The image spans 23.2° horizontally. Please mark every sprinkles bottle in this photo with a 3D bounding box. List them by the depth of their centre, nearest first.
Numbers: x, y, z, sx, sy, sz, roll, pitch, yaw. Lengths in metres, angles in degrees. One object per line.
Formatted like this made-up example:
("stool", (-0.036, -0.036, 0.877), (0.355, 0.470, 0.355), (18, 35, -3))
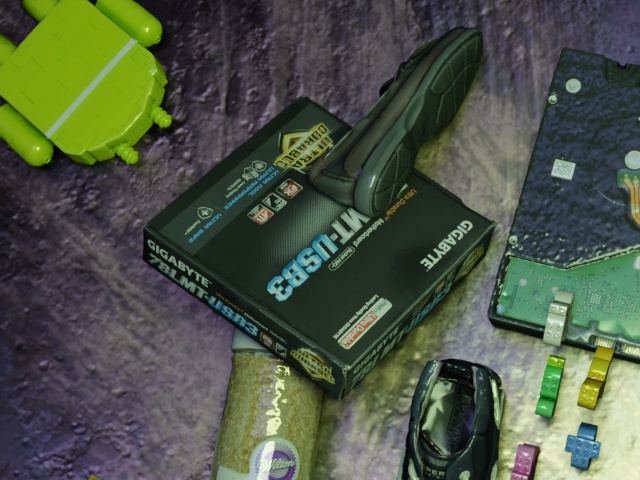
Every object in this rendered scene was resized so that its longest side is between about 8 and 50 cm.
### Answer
("sprinkles bottle", (-0.065, 0.261, 1.771), (0.121, 0.121, 0.355), (6, 77, 14))

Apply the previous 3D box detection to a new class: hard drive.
("hard drive", (0.349, -0.036, 1.790), (0.237, 0.064, 0.339), (13, 78, 15))

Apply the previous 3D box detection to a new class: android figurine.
("android figurine", (-0.307, -0.206, 1.981), (0.273, 0.056, 0.248), (39, 86, 19))

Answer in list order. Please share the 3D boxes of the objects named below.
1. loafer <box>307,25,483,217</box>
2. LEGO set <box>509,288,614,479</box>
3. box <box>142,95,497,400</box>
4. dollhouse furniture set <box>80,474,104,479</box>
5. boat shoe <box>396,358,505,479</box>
("loafer", (0.091, -0.156, 1.815), (0.095, 0.109, 0.302), (20, 54, 22))
("LEGO set", (0.269, 0.177, 1.695), (0.087, 0.093, 0.227), (12, 99, 15))
("box", (0.000, 0.000, 1.782), (0.293, 0.073, 0.295), (34, 53, 20))
("dollhouse furniture set", (-0.271, 0.351, 1.823), (0.076, 0.058, 0.152), (9, 78, 14))
("boat shoe", (0.122, 0.287, 1.702), (0.127, 0.158, 0.341), (6, 77, 14))
